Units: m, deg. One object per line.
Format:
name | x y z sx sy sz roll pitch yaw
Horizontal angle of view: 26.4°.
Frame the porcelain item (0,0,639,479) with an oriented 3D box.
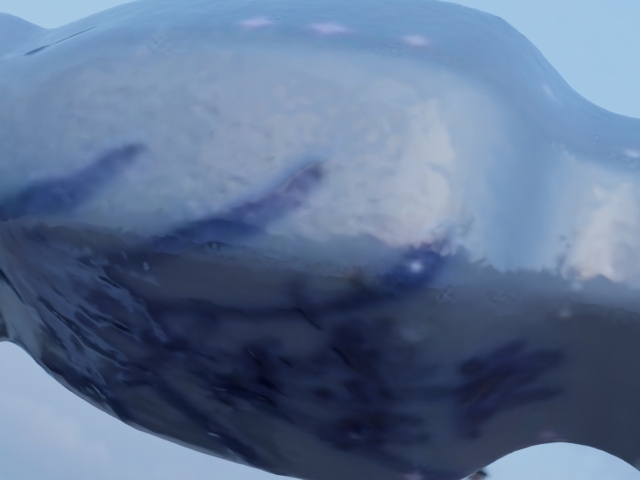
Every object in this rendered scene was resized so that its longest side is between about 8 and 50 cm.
porcelain item | 0.000 0.000 0.663 0.405 0.178 0.243 8 -39 10
